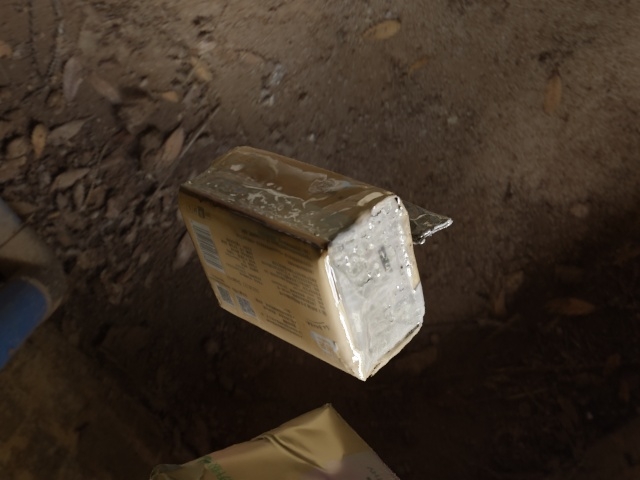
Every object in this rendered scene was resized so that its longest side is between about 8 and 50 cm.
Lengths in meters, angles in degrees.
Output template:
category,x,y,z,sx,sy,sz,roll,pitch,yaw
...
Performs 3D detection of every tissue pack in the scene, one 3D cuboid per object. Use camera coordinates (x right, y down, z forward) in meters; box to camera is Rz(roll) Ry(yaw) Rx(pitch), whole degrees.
category,x,y,z,sx,sy,sz,roll,pitch,yaw
tissue pack,0.008,0.264,0.698,0.257,0.215,0.123,44,127,30
tissue pack,0.000,0.000,1.181,0.239,0.305,0.238,-16,115,-38
